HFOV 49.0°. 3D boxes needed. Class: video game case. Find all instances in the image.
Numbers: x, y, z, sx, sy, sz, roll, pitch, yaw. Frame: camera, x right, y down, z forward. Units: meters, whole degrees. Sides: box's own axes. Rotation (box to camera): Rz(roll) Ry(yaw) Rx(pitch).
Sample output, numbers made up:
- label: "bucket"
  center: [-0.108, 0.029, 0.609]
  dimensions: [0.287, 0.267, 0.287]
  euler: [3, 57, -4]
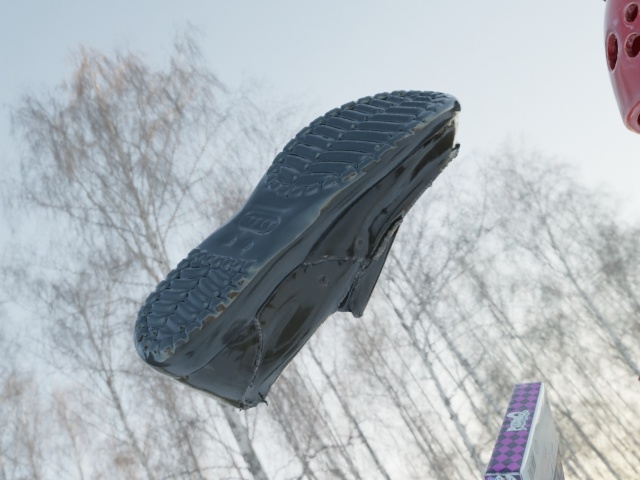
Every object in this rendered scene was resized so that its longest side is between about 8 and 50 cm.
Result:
- label: "video game case"
  center: [0.234, 0.293, 0.761]
  dimensions: [0.041, 0.210, 0.232]
  euler: [-10, 7, 24]

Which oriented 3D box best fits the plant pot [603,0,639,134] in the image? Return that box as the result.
- label: "plant pot"
  center: [0.345, -0.207, 0.628]
  dimensions: [0.191, 0.174, 0.191]
  euler: [-11, -17, -3]

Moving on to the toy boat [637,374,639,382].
- label: "toy boat"
  center: [0.423, 0.085, 0.652]
  dimensions: [0.267, 0.148, 0.318]
  euler: [-32, -35, -32]

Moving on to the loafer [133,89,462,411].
- label: "loafer"
  center: [0.000, 0.000, 0.379]
  dimensions: [0.220, 0.080, 0.078]
  euler: [-44, -54, -18]
